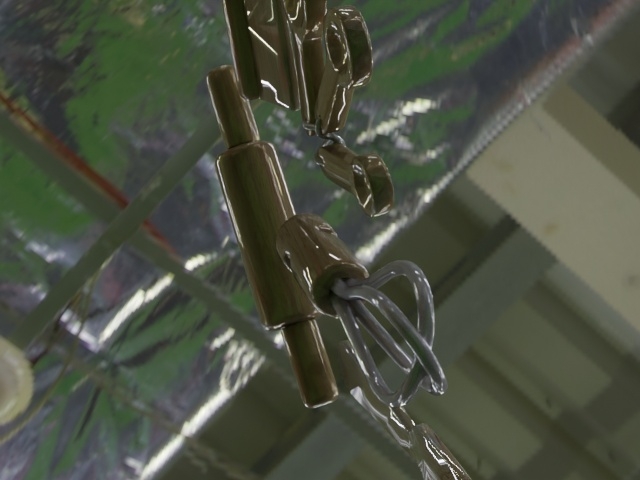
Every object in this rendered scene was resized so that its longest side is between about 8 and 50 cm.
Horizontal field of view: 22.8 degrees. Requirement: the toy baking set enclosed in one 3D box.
[{"bbox_3d":[-0.002,0.000,0.643,0.030,0.197,0.256,-15,-94,-14],"label":"toy baking set"}]
